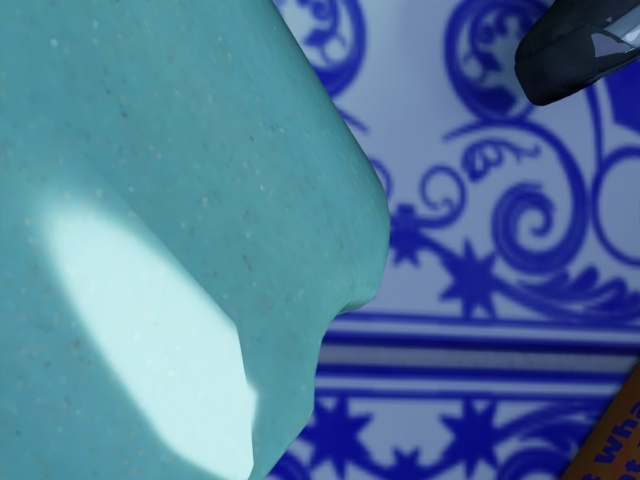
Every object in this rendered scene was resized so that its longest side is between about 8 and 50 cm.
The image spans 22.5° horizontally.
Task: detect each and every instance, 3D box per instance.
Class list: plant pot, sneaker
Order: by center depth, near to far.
[{"bbox_3d":[-0.175,-0.062,0.404,0.341,0.341,0.334,-47,113,-24],"label":"plant pot"},{"bbox_3d":[0.130,-0.160,0.708,0.229,0.086,0.132,-40,98,-36],"label":"sneaker"}]

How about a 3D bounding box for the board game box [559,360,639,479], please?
[{"bbox_3d":[0.330,0.172,0.609,0.356,0.356,0.356,47,65,-16],"label":"board game box"}]
